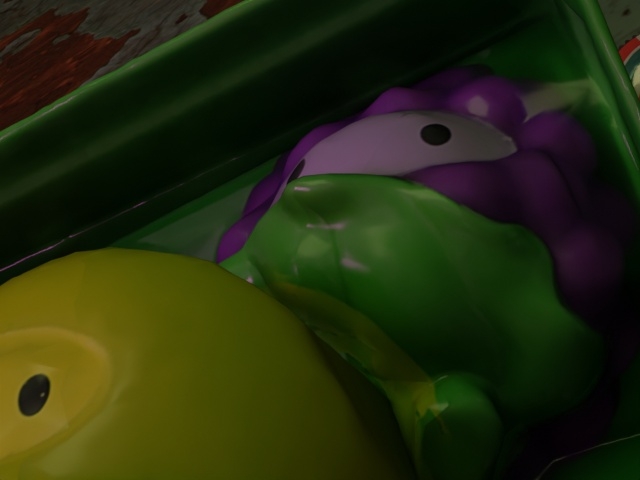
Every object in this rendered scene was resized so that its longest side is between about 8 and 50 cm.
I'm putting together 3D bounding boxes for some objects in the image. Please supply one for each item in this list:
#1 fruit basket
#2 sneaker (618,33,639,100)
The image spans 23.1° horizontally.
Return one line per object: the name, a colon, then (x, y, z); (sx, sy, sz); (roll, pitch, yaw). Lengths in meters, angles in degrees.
fruit basket: (-0.047, 0.058, 0.543); (0.392, 0.392, 0.283); (-26, 71, 21)
sneaker: (0.221, -0.111, 0.845); (0.075, 0.057, 0.161); (19, 57, 40)
